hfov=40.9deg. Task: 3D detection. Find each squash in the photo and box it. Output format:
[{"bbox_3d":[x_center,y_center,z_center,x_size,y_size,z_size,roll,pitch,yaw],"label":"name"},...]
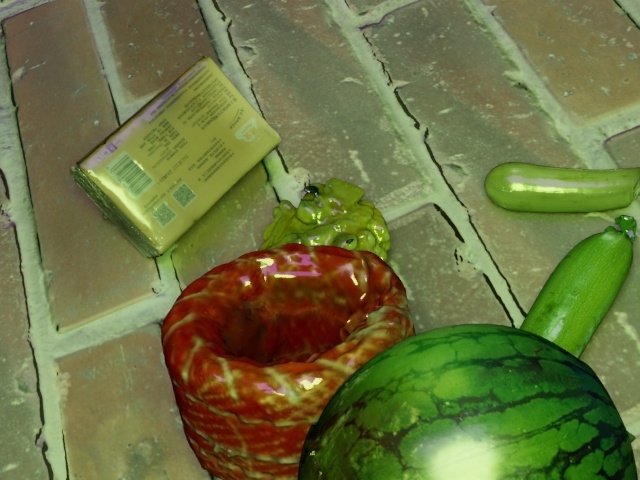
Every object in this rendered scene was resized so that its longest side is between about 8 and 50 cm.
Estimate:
[{"bbox_3d":[0.393,-0.086,1.393,0.250,0.083,0.083,2,56,13],"label":"squash"},{"bbox_3d":[0.362,0.106,1.254,0.101,0.101,0.379,28,69,29],"label":"squash"}]

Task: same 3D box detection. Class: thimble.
[{"bbox_3d":[-0.036,0.171,1.175,0.350,0.231,0.350,-6,34,4],"label":"thimble"}]

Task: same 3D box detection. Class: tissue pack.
[{"bbox_3d":[-0.267,-0.142,1.547,0.238,0.238,0.305,33,69,31],"label":"tissue pack"}]

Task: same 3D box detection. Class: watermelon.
[{"bbox_3d":[0.158,0.257,0.918,0.363,0.363,0.363,-7,54,10],"label":"watermelon"}]

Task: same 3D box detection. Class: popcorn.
[{"bbox_3d":[0.003,0.000,1.375,0.218,0.169,0.189,-9,54,3],"label":"popcorn"}]
